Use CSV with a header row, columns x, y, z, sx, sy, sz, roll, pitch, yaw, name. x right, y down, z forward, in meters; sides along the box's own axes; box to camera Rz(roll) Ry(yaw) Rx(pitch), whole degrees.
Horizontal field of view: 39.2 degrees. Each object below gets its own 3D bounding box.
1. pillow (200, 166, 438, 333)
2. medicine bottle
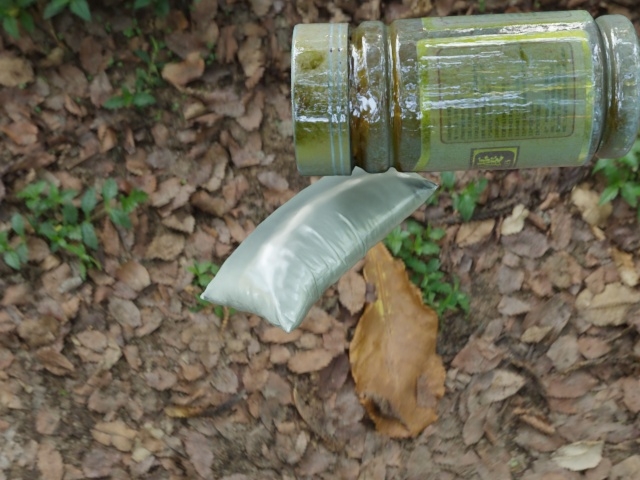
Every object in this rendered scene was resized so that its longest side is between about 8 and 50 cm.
x,y,z,sx,sy,sz,roll,pitch,yaw,name
0.000,0.001,0.978,0.254,0.078,0.144,-42,42,-24,pillow
0.136,-0.144,0.885,0.322,0.151,0.151,-2,70,4,medicine bottle
